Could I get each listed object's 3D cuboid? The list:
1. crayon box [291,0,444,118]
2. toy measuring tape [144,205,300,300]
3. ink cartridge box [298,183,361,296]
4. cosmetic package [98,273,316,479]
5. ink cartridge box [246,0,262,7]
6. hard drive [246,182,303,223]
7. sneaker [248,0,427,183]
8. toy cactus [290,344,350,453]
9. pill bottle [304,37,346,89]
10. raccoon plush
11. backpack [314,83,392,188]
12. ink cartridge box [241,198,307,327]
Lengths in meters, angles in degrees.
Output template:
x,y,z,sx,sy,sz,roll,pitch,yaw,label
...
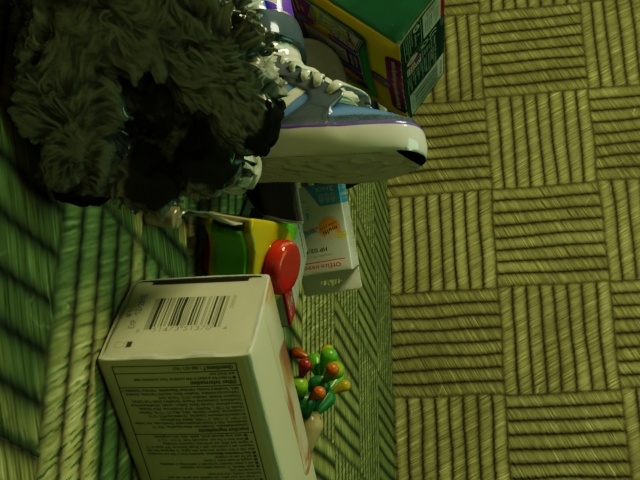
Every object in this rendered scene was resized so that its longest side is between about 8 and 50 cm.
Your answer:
x,y,z,sx,sy,sz,roll,pitch,yaw,label
0.014,-0.328,1.430,0.106,0.313,0.363,-54,170,-3,crayon box
-0.110,0.025,1.244,0.330,0.121,0.121,7,78,-67,toy measuring tape
0.000,0.000,1.703,0.061,0.104,0.181,-22,102,-77,ink cartridge box
-0.102,0.190,1.061,0.129,0.153,0.296,-77,162,-55,cosmetic package
-0.121,-0.320,1.133,0.063,0.150,0.109,-36,130,-36,ink cartridge box
-0.083,-0.131,1.359,0.254,0.054,0.172,-124,-157,-63,hard drive
-0.031,-0.187,1.140,0.130,0.323,0.236,22,71,-58,sneaker
-0.019,0.259,1.713,0.219,0.112,0.180,20,85,-82,toy cactus
-0.043,-0.225,1.508,0.208,0.119,0.119,-153,-123,-75,pill bottle
-0.144,-0.228,0.903,0.299,0.216,0.446,-91,172,-66,raccoon plush
0.052,-0.315,1.956,0.290,0.273,0.355,-72,145,-48,backpack
-0.073,0.025,1.506,0.175,0.072,0.127,-78,161,-57,ink cartridge box
